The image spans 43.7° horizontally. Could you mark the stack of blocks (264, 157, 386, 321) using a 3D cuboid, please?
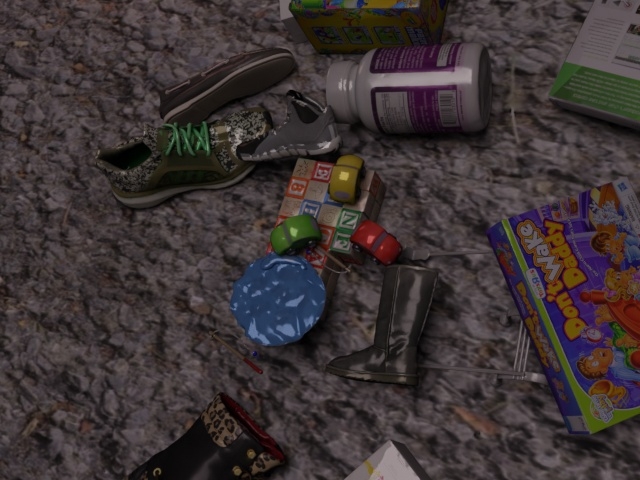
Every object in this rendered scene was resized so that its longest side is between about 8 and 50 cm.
[{"bbox_3d":[0.000,0.000,1.561,0.171,0.087,0.297,13,76,24],"label":"stack of blocks"}]

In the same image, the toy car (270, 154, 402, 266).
[{"bbox_3d":[0.010,-0.035,1.474,0.225,0.053,0.239,-22,68,2],"label":"toy car"}]

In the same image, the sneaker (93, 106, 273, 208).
[{"bbox_3d":[-0.298,-0.190,1.693,0.410,0.182,0.158,-21,66,12],"label":"sneaker"}]

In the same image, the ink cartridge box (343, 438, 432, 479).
[{"bbox_3d":[0.104,0.424,1.367,0.143,0.092,0.090,-43,63,4],"label":"ink cartridge box"}]

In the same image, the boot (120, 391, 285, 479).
[{"bbox_3d":[-0.177,0.486,1.435,0.284,0.138,0.377,-47,57,0],"label":"boot"}]

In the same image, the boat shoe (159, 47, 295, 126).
[{"bbox_3d":[-0.218,-0.357,1.763,0.335,0.112,0.095,-26,69,15],"label":"boat shoe"}]

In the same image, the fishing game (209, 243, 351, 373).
[{"bbox_3d":[-0.079,0.110,1.482,0.189,0.041,0.264,32,77,25],"label":"fishing game"}]

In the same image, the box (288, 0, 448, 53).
[{"bbox_3d":[0.120,-0.559,1.665,0.279,0.177,0.290,7,74,23],"label":"box"}]

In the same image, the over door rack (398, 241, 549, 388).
[{"bbox_3d":[0.269,0.126,1.413,0.324,0.108,0.239,1,71,37],"label":"over door rack"}]

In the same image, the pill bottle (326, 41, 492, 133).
[{"bbox_3d":[0.171,-0.293,1.555,0.301,0.169,0.169,2,72,22],"label":"pill bottle"}]

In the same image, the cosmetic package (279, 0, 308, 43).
[{"bbox_3d":[-0.051,-0.571,1.781,0.060,0.099,0.239,-11,68,18],"label":"cosmetic package"}]

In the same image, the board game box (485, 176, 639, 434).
[{"bbox_3d":[0.440,0.100,1.263,0.233,0.078,0.347,-19,80,-12],"label":"board game box"}]

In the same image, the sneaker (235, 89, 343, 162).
[{"bbox_3d":[-0.071,-0.233,1.594,0.229,0.086,0.132,-4,111,19],"label":"sneaker"}]

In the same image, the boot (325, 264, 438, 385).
[{"bbox_3d":[0.107,0.146,1.407,0.190,0.076,0.208,1,78,22],"label":"boot"}]

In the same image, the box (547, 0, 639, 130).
[{"bbox_3d":[0.579,-0.358,1.412,0.232,0.058,0.322,27,89,35],"label":"box"}]
